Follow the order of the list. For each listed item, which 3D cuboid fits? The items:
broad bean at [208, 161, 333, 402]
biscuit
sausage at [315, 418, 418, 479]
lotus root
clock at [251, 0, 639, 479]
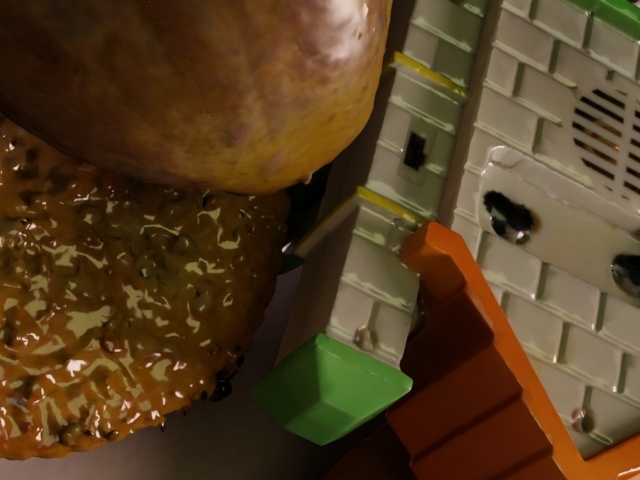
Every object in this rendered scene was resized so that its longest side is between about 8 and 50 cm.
[{"bbox_3d":[-0.005,-0.005,0.762,0.195,0.046,0.061,-44,114,-34],"label":"broad bean"},{"bbox_3d":[-0.123,-0.034,0.653,0.254,0.035,0.254,10,70,-28],"label":"biscuit"},{"bbox_3d":[0.087,0.109,0.777,0.274,0.105,0.105,-32,100,-41],"label":"sausage"},{"bbox_3d":[-0.052,-0.114,0.612,0.180,0.188,0.199,54,27,-37],"label":"lotus root"},{"bbox_3d":[0.098,0.014,0.715,0.220,0.106,0.255,27,55,-15],"label":"clock"}]
